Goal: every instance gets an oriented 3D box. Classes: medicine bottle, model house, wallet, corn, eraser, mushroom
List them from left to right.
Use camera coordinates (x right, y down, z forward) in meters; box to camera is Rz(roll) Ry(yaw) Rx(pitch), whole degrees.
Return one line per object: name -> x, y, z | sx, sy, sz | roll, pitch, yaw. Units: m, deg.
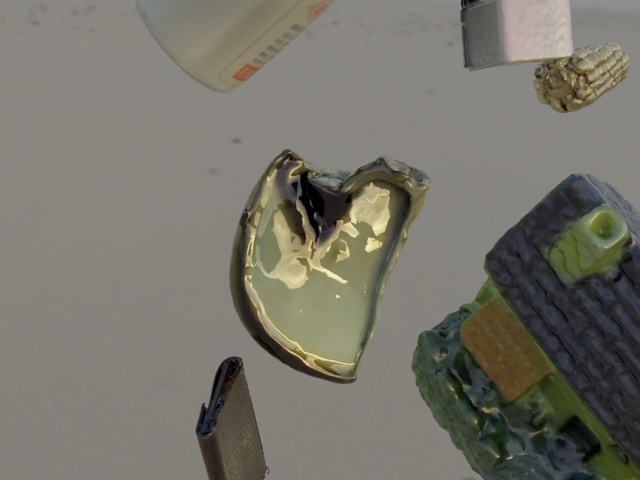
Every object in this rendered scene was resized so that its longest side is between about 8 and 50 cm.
wallet -> -0.118, 0.278, 1.502 | 0.039, 0.243, 0.133 | 6, 45, 16
medicine bottle -> -0.069, -0.400, 1.627 | 0.211, 0.371, 0.211 | 45, 18, -19
mushroom -> -0.010, 0.002, 1.483 | 0.217, 0.292, 0.212 | 20, 16, -11
eraser -> 0.195, -0.325, 1.186 | 0.086, 0.287, 0.130 | -6, 6, -13
corn -> 0.356, -0.227, 1.564 | 0.087, 0.087, 0.211 | 20, 24, 23
model house -> 0.181, 0.080, 0.745 | 0.170, 0.211, 0.194 | -30, 72, -16
